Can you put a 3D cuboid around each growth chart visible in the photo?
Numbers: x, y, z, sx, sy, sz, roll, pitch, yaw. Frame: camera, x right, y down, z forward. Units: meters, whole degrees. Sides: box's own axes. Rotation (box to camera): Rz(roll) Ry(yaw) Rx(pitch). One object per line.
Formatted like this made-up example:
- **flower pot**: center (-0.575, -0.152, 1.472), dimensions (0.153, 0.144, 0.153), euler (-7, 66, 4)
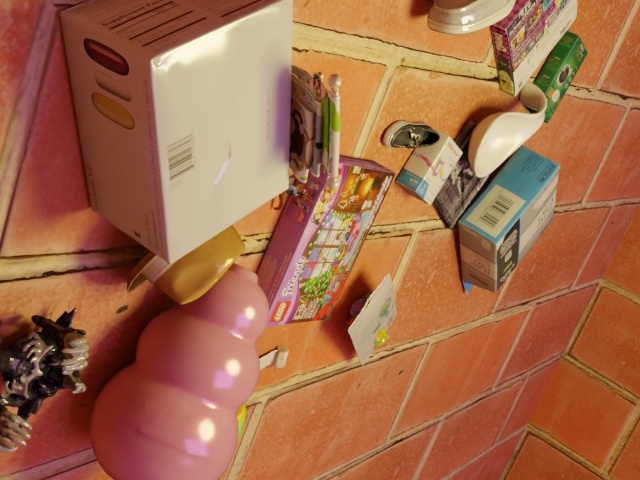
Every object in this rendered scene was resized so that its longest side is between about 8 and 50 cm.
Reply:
- **growth chart**: center (-0.048, -0.153, 1.056), dimensions (0.021, 0.237, 0.172), euler (-26, 130, -30)

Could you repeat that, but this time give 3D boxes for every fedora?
- **fedora**: center (-0.160, 0.023, 1.122), dimensions (0.194, 0.079, 0.194), euler (-40, 179, -1)

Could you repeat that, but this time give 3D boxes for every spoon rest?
- **spoon rest**: center (0.385, -0.230, 1.756), dimensions (0.276, 0.084, 0.137), euler (-46, 148, -34)

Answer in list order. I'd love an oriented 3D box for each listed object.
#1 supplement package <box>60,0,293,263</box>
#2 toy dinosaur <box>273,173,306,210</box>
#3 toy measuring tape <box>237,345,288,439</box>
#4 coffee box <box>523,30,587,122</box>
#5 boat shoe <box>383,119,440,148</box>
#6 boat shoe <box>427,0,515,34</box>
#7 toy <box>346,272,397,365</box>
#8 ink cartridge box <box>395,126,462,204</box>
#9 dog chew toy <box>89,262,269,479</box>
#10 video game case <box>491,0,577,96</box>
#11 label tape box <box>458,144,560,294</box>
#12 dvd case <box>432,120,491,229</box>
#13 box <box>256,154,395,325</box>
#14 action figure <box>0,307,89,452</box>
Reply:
- **supplement package**: center (-0.152, -0.148, 0.978), dimensions (0.204, 0.145, 0.262), euler (-35, 143, -36)
- **toy dinosaur**: center (-0.053, -0.091, 1.294), dimensions (0.090, 0.047, 0.082), euler (-47, 132, 0)
- **toy measuring tape**: center (-0.137, 0.267, 1.424), dimensions (0.330, 0.121, 0.121), euler (-20, 134, -48)
- **coffee box**: center (0.519, -0.359, 1.908), dimensions (0.184, 0.040, 0.113), euler (-61, 151, 6)
- **boat shoe**: center (0.163, -0.185, 1.530), dimensions (0.142, 0.040, 0.049), euler (-16, 131, -50)
- **boat shoe**: center (0.281, -0.442, 1.400), dimensions (0.320, 0.118, 0.103), euler (-41, 135, -23)
- **toy**: center (0.092, 0.152, 1.726), dimensions (0.137, 0.056, 0.237), euler (-54, 156, -15)
- **ink cartridge box**: center (0.206, -0.140, 1.626), dimensions (0.122, 0.052, 0.088), euler (-59, 151, 0)
- **dog chew toy**: center (-0.181, 0.187, 1.213), dimensions (0.332, 0.206, 0.206), euler (-64, 151, -6)
- **video game case**: center (0.422, -0.431, 1.691), dimensions (0.232, 0.042, 0.210), euler (-51, 151, -12)
- **label tape box**: center (0.440, -0.018, 2.025), dimensions (0.249, 0.115, 0.348), euler (-49, 151, -17)
- **dvd case**: center (0.289, -0.129, 1.798), dimensions (0.164, 0.018, 0.221), euler (-54, 151, -6)
- **box**: center (0.000, 0.000, 1.438), dimensions (0.201, 0.057, 0.293), euler (2, 116, -56)
- **action figure**: center (-0.345, 0.153, 0.977), dimensions (0.275, 0.141, 0.164), euler (24, 95, -57)
